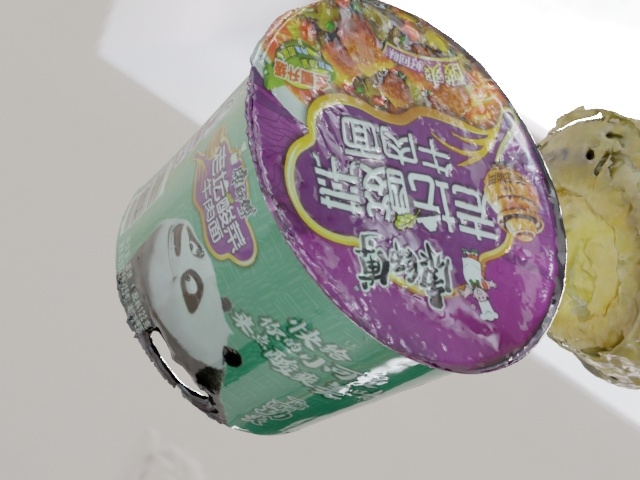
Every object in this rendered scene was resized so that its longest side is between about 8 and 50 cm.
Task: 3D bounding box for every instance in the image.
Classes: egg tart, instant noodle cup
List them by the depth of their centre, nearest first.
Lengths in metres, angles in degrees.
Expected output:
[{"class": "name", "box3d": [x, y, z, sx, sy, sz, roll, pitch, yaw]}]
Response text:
[{"class": "instant noodle cup", "box3d": [0.000, 0.000, 1.165, 0.190, 0.251, 0.251, -33, -2, 43]}, {"class": "egg tart", "box3d": [0.262, 0.015, 1.690, 0.095, 0.279, 0.279, -17, -41, -37]}]
